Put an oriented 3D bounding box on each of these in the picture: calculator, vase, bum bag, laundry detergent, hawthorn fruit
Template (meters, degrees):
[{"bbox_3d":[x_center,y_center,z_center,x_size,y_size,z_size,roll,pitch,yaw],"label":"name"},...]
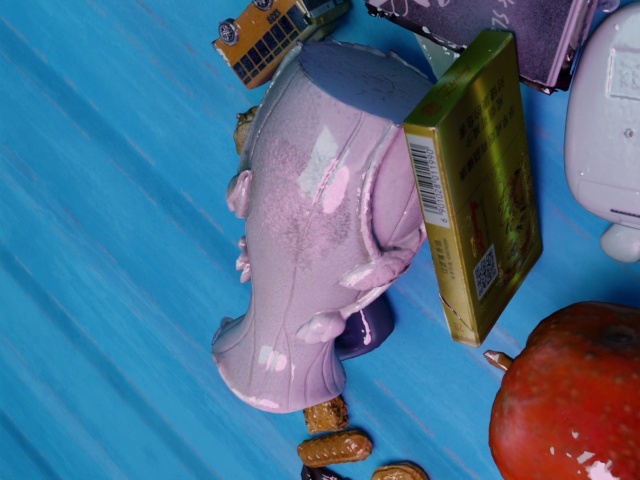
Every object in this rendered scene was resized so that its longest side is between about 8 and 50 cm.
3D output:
[{"bbox_3d":[0.345,-0.105,0.992,0.184,0.042,0.295,16,120,35],"label":"calculator"},{"bbox_3d":[0.150,-0.262,0.976,0.274,0.028,0.166,30,147,18],"label":"calculator"},{"bbox_3d":[0.000,0.000,1.139,0.250,0.250,0.445,34,124,24],"label":"vase"},{"bbox_3d":[0.038,0.436,1.540,0.197,0.049,0.087,23,120,32],"label":"bum bag"},{"bbox_3d":[-0.010,0.029,1.339,0.143,0.094,0.290,-22,96,46],"label":"laundry detergent"},{"bbox_3d":[0.311,0.201,1.028,0.299,0.275,0.275,30,129,16],"label":"hawthorn fruit"}]

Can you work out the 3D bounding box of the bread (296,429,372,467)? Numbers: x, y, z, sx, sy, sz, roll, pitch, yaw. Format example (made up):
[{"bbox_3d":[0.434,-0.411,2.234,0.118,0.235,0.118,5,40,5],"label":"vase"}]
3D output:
[{"bbox_3d":[0.021,0.335,1.504,0.157,0.044,0.052,-24,109,47],"label":"bread"}]

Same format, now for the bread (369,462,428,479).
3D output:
[{"bbox_3d":[0.122,0.382,1.442,0.110,0.044,0.083,-19,95,44],"label":"bread"}]

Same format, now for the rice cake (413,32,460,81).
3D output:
[{"bbox_3d":[0.120,-0.283,1.084,0.063,0.066,0.336,-23,94,44],"label":"rice cake"}]

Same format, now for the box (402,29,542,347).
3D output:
[{"bbox_3d":[0.173,-0.048,1.018,0.043,0.173,0.311,15,140,34],"label":"box"}]

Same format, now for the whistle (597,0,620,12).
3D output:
[{"bbox_3d":[0.222,-0.343,0.945,0.180,0.093,0.269,-36,85,21],"label":"whistle"}]

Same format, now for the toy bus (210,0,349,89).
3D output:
[{"bbox_3d":[-0.050,-0.281,1.215,0.103,0.091,0.182,54,138,-3],"label":"toy bus"}]

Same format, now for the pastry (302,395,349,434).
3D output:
[{"bbox_3d":[-0.002,0.240,1.469,0.080,0.056,0.140,-5,108,34],"label":"pastry"}]

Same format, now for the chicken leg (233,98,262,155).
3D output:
[{"bbox_3d":[-0.020,-0.151,1.265,0.227,0.088,0.103,0,96,33],"label":"chicken leg"}]
